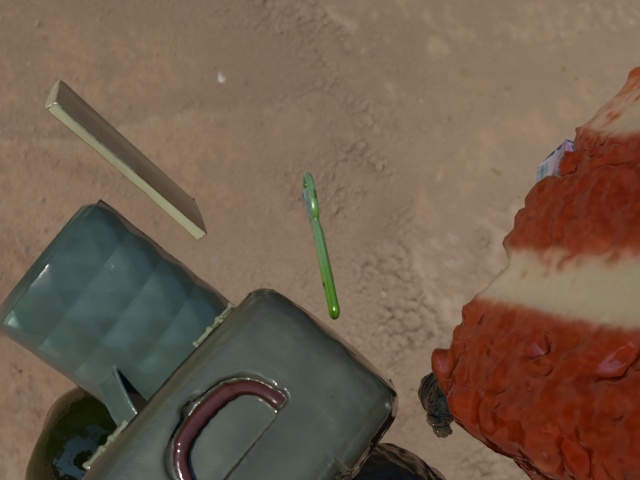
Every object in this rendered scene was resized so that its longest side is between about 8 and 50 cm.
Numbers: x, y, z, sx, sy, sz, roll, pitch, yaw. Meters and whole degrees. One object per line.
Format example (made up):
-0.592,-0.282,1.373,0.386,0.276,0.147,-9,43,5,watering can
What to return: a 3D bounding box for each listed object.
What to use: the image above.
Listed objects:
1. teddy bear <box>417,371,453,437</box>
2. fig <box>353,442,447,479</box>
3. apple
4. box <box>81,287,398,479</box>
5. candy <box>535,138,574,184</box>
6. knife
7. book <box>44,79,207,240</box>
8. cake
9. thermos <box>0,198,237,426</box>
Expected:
0.270,0.326,1.943,0.129,0.251,0.181,5,95,19,teddy bear
0.060,0.439,1.080,0.286,0.286,0.368,5,45,-22,fig
-0.260,0.260,1.084,0.157,0.196,0.196,20,54,-12,apple
-0.056,0.149,0.642,0.148,0.129,0.210,39,75,9,box
0.345,-0.053,1.249,0.092,0.073,0.160,30,46,-11,candy
0.001,0.000,1.119,0.015,0.054,0.212,-5,57,-10,knife
-0.200,-0.085,0.947,0.016,0.138,0.199,-46,112,4,book
0.284,0.059,0.553,0.269,0.270,0.319,39,76,-24,cake
-0.138,0.108,0.813,0.286,0.145,0.182,39,30,-10,thermos
